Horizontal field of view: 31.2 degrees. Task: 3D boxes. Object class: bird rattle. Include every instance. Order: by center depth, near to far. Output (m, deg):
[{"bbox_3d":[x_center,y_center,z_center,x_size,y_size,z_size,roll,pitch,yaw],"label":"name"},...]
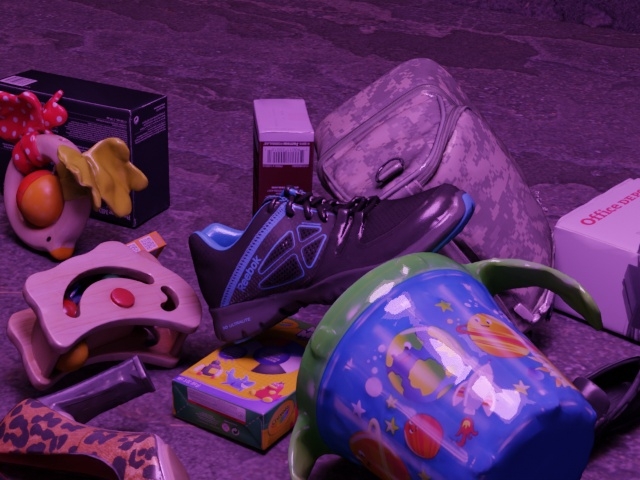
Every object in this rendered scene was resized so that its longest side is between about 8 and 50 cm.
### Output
[{"bbox_3d":[-0.385,-0.090,1.604,0.253,0.207,0.143,30,17,22],"label":"bird rattle"}]

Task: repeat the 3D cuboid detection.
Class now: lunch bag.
[{"bbox_3d":[0.151,-0.034,1.415,0.212,0.305,0.256,-32,31,16],"label":"lunch bag"}]

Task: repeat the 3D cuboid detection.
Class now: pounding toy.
[{"bbox_3d":[-0.246,0.110,1.350,0.154,0.155,0.269,42,35,14],"label":"pounding toy"}]

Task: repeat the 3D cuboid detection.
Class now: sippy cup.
[{"bbox_3d":[0.132,0.162,1.102,0.240,0.305,0.224,11,20,-45],"label":"sippy cup"}]

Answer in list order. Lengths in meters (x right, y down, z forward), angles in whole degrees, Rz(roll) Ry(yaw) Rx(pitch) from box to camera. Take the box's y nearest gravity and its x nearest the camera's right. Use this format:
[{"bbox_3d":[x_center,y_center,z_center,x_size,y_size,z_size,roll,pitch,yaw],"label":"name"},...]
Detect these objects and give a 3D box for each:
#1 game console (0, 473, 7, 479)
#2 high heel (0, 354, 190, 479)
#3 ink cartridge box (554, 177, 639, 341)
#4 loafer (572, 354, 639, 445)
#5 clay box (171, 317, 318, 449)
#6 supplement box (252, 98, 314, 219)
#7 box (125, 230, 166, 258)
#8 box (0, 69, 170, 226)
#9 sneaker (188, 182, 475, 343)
[{"bbox_3d":[-0.486,0.273,1.044,0.386,0.060,0.342,-18,27,-35],"label":"game console"},{"bbox_3d":[-0.227,0.242,1.116,0.186,0.093,0.261,-26,43,-4],"label":"high heel"},{"bbox_3d":[0.479,0.045,1.465,0.307,0.129,0.223,23,33,37],"label":"ink cartridge box"},{"bbox_3d":[0.275,0.183,1.228,0.223,0.078,0.076,-20,34,-35],"label":"loafer"},{"bbox_3d":[-0.051,0.148,1.310,0.127,0.053,0.222,15,30,29],"label":"clay box"},{"bbox_3d":[-0.052,-0.052,1.510,0.073,0.239,0.130,0,26,-7],"label":"supplement box"},{"bbox_3d":[-0.270,0.040,1.491,0.136,0.081,0.028,-25,72,-45],"label":"box"},{"bbox_3d":[-0.365,-0.144,1.747,0.261,0.184,0.103,14,25,24],"label":"box"},{"bbox_3d":[0.000,0.000,1.237,0.341,0.139,0.125,-23,2,25],"label":"sneaker"}]
